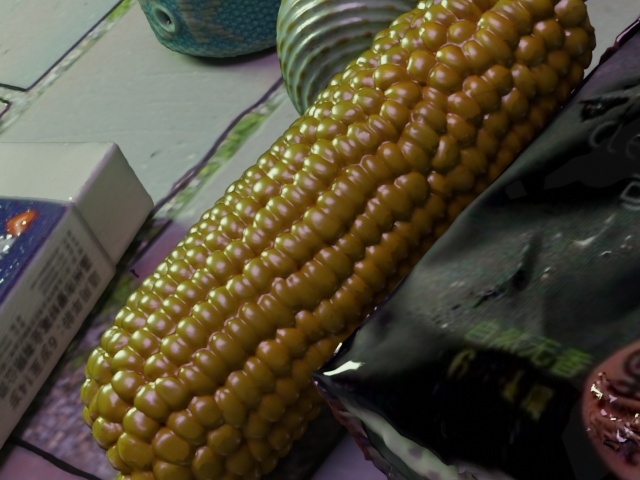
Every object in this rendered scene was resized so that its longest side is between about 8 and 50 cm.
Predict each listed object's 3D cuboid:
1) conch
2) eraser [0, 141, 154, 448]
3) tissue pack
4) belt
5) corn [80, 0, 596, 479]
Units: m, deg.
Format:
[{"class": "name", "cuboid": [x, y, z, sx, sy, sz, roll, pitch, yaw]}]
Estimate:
[{"class": "conch", "cuboid": [0.046, -0.090, 0.722, 0.135, 0.102, 0.153, -1, 89, 18]}, {"class": "eraser", "cuboid": [-0.192, 0.035, 0.755, 0.125, 0.068, 0.210, 1, 46, 33]}, {"class": "tissue pack", "cuboid": [0.181, -0.005, 0.534, 0.245, 0.123, 0.332, 24, 62, 42]}, {"class": "belt", "cuboid": [-0.061, -0.191, 0.916, 0.163, 0.082, 0.147, 20, 55, 42]}, {"class": "corn", "cuboid": [0.000, 0.000, 0.625, 0.310, 0.101, 0.101, -51, 42, -7]}]
